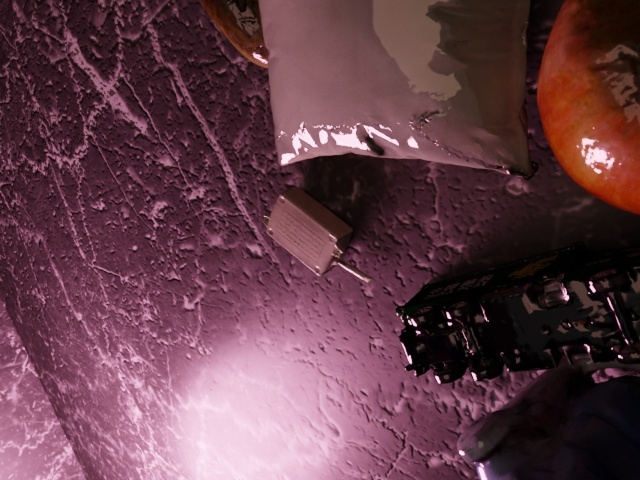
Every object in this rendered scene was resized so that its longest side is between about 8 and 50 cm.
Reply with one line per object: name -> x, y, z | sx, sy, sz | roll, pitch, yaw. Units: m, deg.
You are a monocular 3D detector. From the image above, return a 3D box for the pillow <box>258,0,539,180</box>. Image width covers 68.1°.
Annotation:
pillow -> 0.055, -0.217, 0.456 | 0.312, 0.119, 0.310 | 9, 119, 32

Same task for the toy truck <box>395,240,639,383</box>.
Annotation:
toy truck -> 0.198, 0.071, 0.462 | 0.259, 0.121, 0.088 | -22, 92, 42

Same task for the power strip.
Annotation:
power strip -> 0.000, 0.000, 0.642 | 0.175, 0.042, 0.075 | 39, 128, 18

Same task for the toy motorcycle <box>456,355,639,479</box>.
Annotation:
toy motorcycle -> 0.199, 0.201, 0.384 | 0.182, 0.319, 0.241 | 26, 130, 32

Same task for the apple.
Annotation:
apple -> 0.242, -0.098, 0.324 | 0.195, 0.173, 0.160 | 50, 128, 16

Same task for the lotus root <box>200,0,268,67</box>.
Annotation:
lotus root -> -0.095, -0.288, 0.575 | 0.089, 0.080, 0.179 | -39, 84, 41
